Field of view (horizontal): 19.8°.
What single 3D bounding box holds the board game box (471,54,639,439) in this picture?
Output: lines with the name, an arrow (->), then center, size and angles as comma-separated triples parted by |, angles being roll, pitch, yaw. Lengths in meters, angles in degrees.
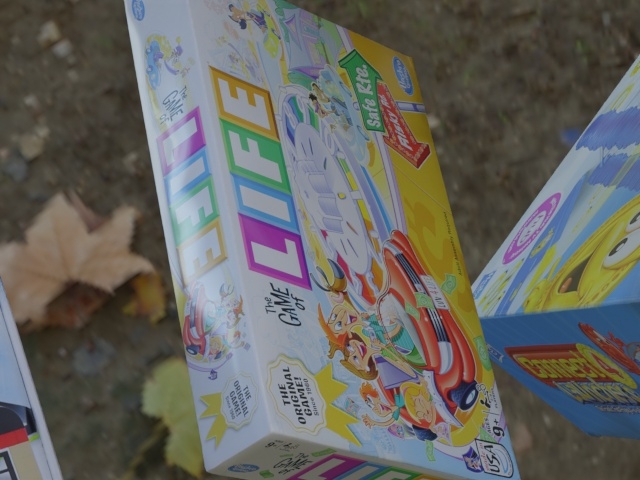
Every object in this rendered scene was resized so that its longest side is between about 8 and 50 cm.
board game box -> 0.200, -0.068, 0.679 | 0.086, 0.302, 0.308 | 37, 81, -5

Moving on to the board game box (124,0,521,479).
board game box -> 0.000, 0.000, 0.531 | 0.026, 0.103, 0.154 | -34, 55, 34

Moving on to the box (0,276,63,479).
box -> -0.167, 0.059, 0.440 | 0.207, 0.036, 0.114 | -5, 60, -33
